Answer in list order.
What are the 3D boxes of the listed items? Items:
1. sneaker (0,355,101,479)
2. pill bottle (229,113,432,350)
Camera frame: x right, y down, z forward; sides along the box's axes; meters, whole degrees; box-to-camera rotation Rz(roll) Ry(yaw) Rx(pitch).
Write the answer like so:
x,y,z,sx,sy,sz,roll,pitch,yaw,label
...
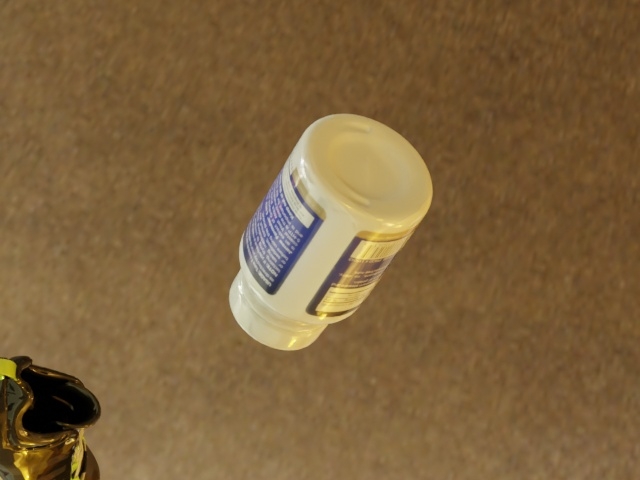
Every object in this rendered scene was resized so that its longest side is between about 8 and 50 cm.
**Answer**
x,y,z,sx,sy,sz,roll,pitch,yaw,label
-0.197,0.146,1.302,0.097,0.084,0.235,-12,152,15,sneaker
0.000,0.000,1.410,0.112,0.112,0.187,28,134,-6,pill bottle
